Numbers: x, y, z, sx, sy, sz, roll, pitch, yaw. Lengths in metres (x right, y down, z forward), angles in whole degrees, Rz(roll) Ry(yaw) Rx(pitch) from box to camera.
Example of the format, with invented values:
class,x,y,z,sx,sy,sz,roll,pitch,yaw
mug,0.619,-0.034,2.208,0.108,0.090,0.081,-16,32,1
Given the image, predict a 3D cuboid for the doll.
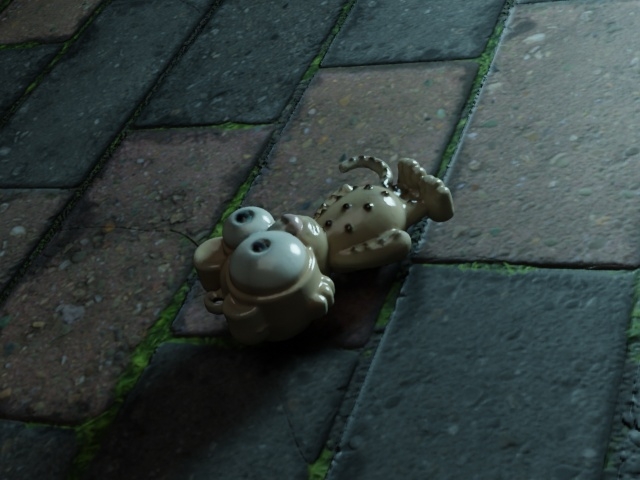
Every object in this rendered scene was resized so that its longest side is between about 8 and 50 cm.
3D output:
class,x,y,z,sx,sy,sz,roll,pitch,yaw
doll,0.002,0.001,1.099,0.278,0.119,0.154,-34,43,-22
